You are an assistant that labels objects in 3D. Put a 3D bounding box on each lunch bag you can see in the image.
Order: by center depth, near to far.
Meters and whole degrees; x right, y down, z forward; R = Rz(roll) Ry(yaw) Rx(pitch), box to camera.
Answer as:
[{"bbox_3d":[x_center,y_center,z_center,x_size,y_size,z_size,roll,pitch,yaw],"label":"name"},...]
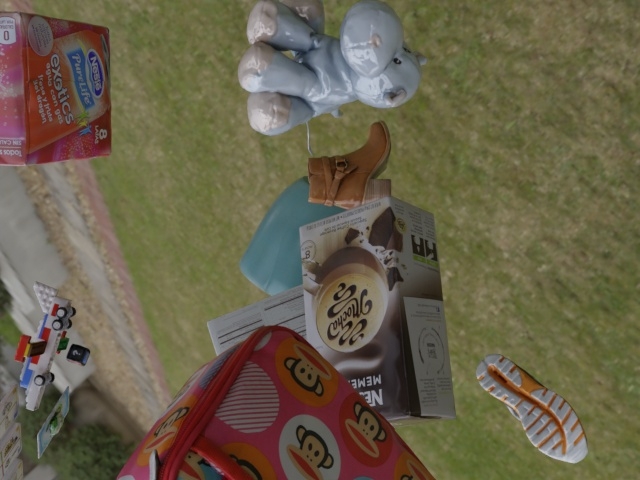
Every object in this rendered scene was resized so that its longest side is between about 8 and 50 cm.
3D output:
[{"bbox_3d":[-0.022,0.240,0.663,0.120,0.258,0.293,-34,103,37],"label":"lunch bag"}]

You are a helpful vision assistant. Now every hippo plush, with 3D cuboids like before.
[{"bbox_3d":[0.029,-0.253,1.315,0.236,0.234,0.294,6,135,34],"label":"hippo plush"}]

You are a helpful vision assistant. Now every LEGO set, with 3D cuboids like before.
[{"bbox_3d":[-0.322,0.171,0.909,0.060,0.244,0.183,18,130,3],"label":"LEGO set"}]

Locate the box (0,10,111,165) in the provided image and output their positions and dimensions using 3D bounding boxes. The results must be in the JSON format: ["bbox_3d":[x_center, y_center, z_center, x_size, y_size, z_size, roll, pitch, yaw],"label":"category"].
[{"bbox_3d":[-0.326,-0.132,0.734,0.256,0.128,0.123,4,100,18],"label":"box"}]

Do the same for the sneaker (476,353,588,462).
[{"bbox_3d":[0.346,0.266,1.337,0.215,0.084,0.083,49,-172,33],"label":"sneaker"}]

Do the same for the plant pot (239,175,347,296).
[{"bbox_3d":[0.000,0.000,1.828,0.292,0.235,0.293,23,-166,-6],"label":"plant pot"}]

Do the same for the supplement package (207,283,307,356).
[{"bbox_3d":[-0.053,0.255,1.450,0.263,0.198,0.199,-119,9,-49],"label":"supplement package"}]

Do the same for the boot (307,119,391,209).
[{"bbox_3d":[0.051,-0.144,1.525,0.152,0.197,0.073,2,145,-1],"label":"boot"}]

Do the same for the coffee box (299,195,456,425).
[{"bbox_3d":[0.076,0.110,1.165,0.168,0.297,0.118,-19,157,36],"label":"coffee box"}]
